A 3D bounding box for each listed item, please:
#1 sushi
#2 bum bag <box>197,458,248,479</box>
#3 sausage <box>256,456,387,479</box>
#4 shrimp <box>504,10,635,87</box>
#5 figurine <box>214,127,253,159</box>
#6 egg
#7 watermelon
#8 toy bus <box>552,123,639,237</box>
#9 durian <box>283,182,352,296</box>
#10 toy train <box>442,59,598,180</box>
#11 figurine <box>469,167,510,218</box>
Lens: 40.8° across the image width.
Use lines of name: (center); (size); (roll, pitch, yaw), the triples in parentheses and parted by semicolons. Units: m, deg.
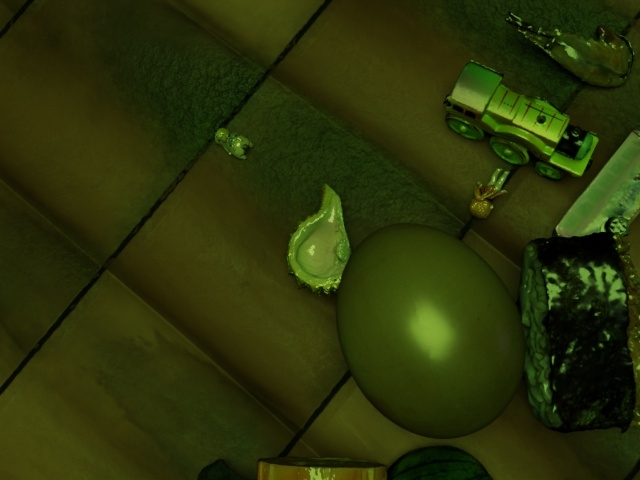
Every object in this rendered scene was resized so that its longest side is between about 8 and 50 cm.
sushi: (0.440, 0.152, 1.470); (0.207, 0.234, 0.348); (-6, 103, 1)
bum bag: (-0.168, 0.547, 1.530); (0.137, 0.074, 0.310); (-11, 78, 39)
sausage: (0.000, 0.517, 1.452); (0.233, 0.233, 0.287); (2, 81, 6)
shrimp: (0.471, -0.379, 1.636); (0.262, 0.066, 0.117); (31, 70, -4)
figurine: (-0.173, -0.196, 1.677); (0.083, 0.050, 0.047); (26, 79, 9)
egg: (0.180, 0.149, 1.454); (0.301, 0.301, 0.374); (-31, 86, 0)
watermelon: (0.198, 0.467, 1.491); (0.232, 0.127, 0.204); (-17, 86, 7)
toy bus: (0.544, -0.082, 1.565); (0.112, 0.090, 0.274); (39, 85, 16)
durian: (0.009, 0.004, 1.616); (0.140, 0.078, 0.224); (0, 70, 18)
toy train: (0.363, -0.210, 1.570); (0.296, 0.160, 0.100); (27, 78, 9)
figurine: (0.315, -0.092, 1.614); (0.064, 0.047, 0.109); (24, 76, 38)
